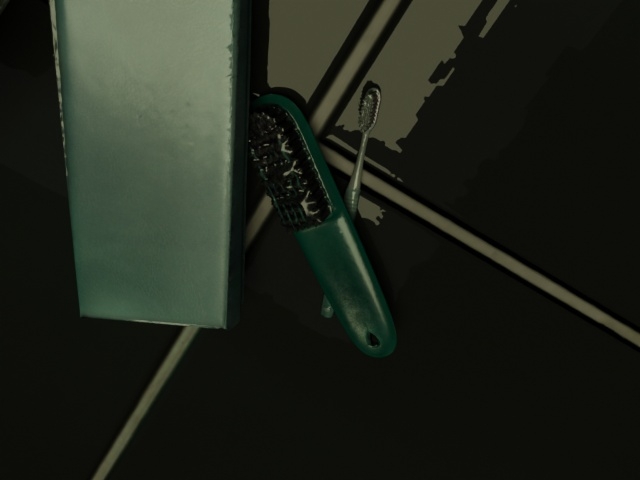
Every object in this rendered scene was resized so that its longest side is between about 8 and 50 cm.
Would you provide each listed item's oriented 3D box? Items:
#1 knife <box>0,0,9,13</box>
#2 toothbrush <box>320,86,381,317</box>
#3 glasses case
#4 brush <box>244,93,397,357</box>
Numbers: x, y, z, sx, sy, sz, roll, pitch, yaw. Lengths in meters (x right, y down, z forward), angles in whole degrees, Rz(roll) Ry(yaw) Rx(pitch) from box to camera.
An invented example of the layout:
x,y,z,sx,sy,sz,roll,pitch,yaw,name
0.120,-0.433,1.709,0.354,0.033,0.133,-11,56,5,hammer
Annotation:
x,y,z,sx,sy,sz,roll,pitch,yaw,name
-0.279,-0.115,0.407,0.336,0.043,0.081,-27,111,15,knife
0.018,-0.018,0.444,0.011,0.014,0.167,19,118,15,toothbrush
-0.094,-0.074,0.403,0.105,0.056,0.266,5,117,-1,glasses case
0.000,0.000,0.434,0.043,0.032,0.193,-17,107,27,brush
